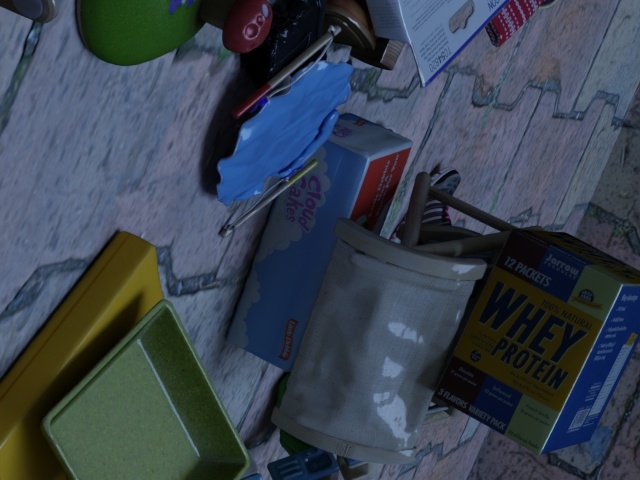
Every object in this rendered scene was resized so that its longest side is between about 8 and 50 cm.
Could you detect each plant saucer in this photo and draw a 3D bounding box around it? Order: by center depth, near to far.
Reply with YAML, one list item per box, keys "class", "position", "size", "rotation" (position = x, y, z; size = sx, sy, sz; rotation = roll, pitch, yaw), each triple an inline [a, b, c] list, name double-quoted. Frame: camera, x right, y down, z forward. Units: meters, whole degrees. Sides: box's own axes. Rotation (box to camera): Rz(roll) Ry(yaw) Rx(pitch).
- class: "plant saucer"
  position: [-0.161, 0.178, 1.576]
  size: [0.188, 0.045, 0.188]
  rotation: [-47, 121, -44]

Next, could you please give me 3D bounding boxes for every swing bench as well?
- class: "swing bench"
  position: [0.097, 0.091, 1.990]
  size: [0.255, 0.165, 0.253]
  rotation: [-32, 144, -60]

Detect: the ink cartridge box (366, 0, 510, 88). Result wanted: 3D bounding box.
- class: "ink cartridge box"
  position: [0.107, -0.299, 1.821]
  size: [0.223, 0.045, 0.224]
  rotation: [-46, 128, -47]

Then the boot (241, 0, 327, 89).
- class: "boot"
  position: [-0.035, -0.179, 1.722]
  size: [0.099, 0.045, 0.121]
  rotation: [-50, 156, -39]

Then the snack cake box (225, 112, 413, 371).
- class: "snack cake box"
  position: [0.000, 0.000, 2.007]
  size: [0.152, 0.089, 0.264]
  rotation: [-21, 133, -65]

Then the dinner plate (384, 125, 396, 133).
- class: "dinner plate"
  position: [0.053, -0.076, 2.184]
  size: [0.141, 0.017, 0.141]
  rotation: [-54, 160, -30]

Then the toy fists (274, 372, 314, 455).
- class: "toy fists"
  position: [0.011, 0.156, 2.262]
  size: [0.142, 0.096, 0.279]
  rotation: [-48, 157, -59]

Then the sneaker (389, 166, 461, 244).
- class: "sneaker"
  position: [0.160, -0.026, 2.483]
  size: [0.170, 0.075, 0.063]
  rotation: [-56, 161, -28]

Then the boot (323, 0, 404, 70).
- class: "boot"
  position: [0.052, -0.268, 1.838]
  size: [0.197, 0.073, 0.152]
  rotation: [21, 86, -72]

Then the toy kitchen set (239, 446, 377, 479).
- class: "toy kitchen set"
  position: [-0.007, 0.327, 2.168]
  size: [0.207, 0.166, 0.122]
  rotation: [-19, 146, -13]

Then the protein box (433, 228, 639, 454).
- class: "protein box"
  position: [0.254, 0.107, 1.962]
  size: [0.200, 0.136, 0.201]
  rotation: [3, 113, -66]

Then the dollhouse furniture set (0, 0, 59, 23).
- class: "dollhouse furniture set"
  position: [-0.231, -0.131, 1.047]
  size: [0.151, 0.123, 0.144]
  rotation: [-50, 158, -41]

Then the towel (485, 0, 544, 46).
- class: "towel"
  position: [0.213, -0.364, 2.043]
  size: [0.199, 0.031, 0.275]
  rotation: [60, 43, -18]

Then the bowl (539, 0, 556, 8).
- class: "bowl"
  position: [0.208, -0.341, 2.114]
  size: [0.170, 0.080, 0.170]
  rotation: [20, 62, -42]

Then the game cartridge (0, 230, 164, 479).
- class: "game cartridge"
  position: [-0.230, 0.186, 1.653]
  size: [0.285, 0.053, 0.323]
  rotation: [-55, 158, -30]

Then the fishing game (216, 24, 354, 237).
- class: "fishing game"
  position: [-0.040, -0.112, 1.756]
  size: [0.189, 0.041, 0.264]
  rotation: [-41, 164, -18]

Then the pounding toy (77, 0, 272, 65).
- class: "pounding toy"
  position: [-0.082, -0.229, 1.387]
  size: [0.236, 0.110, 0.183]
  rotation: [-67, 164, 9]
